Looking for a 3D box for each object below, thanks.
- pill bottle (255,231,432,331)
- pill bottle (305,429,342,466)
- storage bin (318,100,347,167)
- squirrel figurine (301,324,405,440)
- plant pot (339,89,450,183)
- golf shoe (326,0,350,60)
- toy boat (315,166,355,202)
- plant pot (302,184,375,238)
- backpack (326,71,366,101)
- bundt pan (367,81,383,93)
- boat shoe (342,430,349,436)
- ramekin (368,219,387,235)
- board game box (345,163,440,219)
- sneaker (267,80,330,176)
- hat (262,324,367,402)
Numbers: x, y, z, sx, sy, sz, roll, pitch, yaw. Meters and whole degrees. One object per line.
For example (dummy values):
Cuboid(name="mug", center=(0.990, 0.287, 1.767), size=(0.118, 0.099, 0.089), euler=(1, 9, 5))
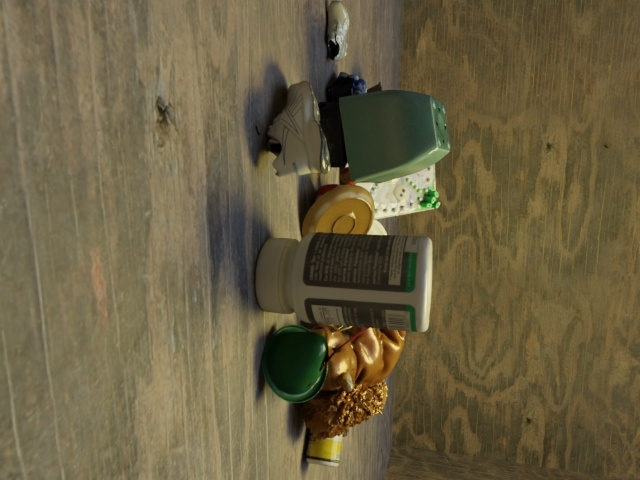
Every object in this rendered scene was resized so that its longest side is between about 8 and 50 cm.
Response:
Cuboid(name="pill bottle", center=(0.056, 0.085, 1.064), size=(0.204, 0.361, 0.204), euler=(3, 90, -75))
Cuboid(name="pill bottle", center=(0.017, 0.590, 1.493), size=(0.103, 0.103, 0.184), euler=(64, 32, -61))
Cuboid(name="storage bin", center=(0.038, -0.319, 1.468), size=(0.122, 0.084, 0.180), euler=(-64, 151, -57))
Cuboid(name="squirrel figurine", center=(0.068, 0.368, 1.358), size=(0.370, 0.281, 0.396), euler=(-13, 102, -68))
Cuboid(name="plant pot", center=(0.232, -0.310, 1.415), size=(0.247, 0.252, 0.247), euler=(-12, 94, -60))
Cuboid(name="golf shoe", center=(0.049, -0.643, 1.500), size=(0.086, 0.069, 0.176), euler=(-55, 144, -53))
Cuboid(name="toy boat", center=(0.077, -0.150, 1.479), size=(0.231, 0.151, 0.151), euler=(-17, 121, -75))
Cuboid(name="plant pot", center=(0.060, -0.046, 1.371), size=(0.032, 0.236, 0.236), euler=(51, -20, 44))
Cuboid(name="backpack", center=(0.098, -0.471, 1.604), size=(0.173, 0.117, 0.158), euler=(-72, 158, -48))
Cuboid(name="bundt pan", center=(0.223, -0.458, 1.957), size=(0.331, 0.124, 0.330), euler=(-13, 90, -79))
Cuboid(name="boat shoe", center=(0.096, 0.614, 1.809), size=(0.103, 0.092, 0.285), euler=(-49, 139, -66))
Cuboid(name="ramekin", center=(0.118, 0.069, 1.607), size=(0.277, 0.135, 0.277), euler=(4, 86, -58))
Cuboid(name="board game box", center=(0.272, -0.281, 1.796), size=(0.050, 0.390, 0.389), euler=(-160, -118, -63))
Cuboid(name="sneaker", center=(-0.060, -0.255, 1.083), size=(0.111, 0.129, 0.297), euler=(73, 6, -46))
Cuboid(name="hat", center=(-0.005, 0.243, 1.077), size=(0.173, 0.183, 0.208), euler=(39, 50, -14))
